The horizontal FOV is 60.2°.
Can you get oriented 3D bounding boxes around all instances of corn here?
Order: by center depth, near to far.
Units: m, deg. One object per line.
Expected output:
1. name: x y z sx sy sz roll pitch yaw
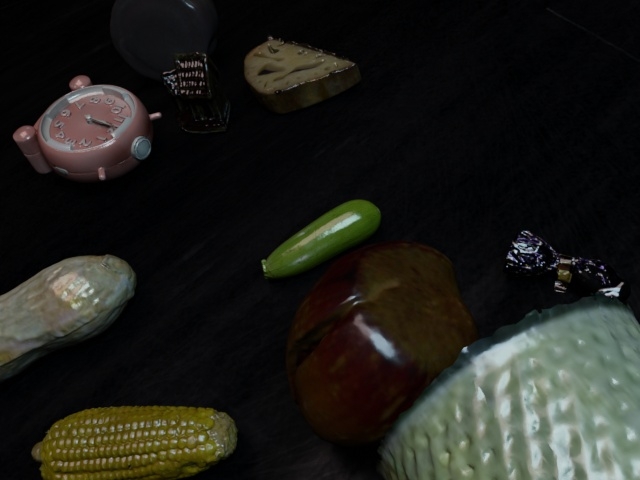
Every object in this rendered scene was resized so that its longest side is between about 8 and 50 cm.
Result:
1. corn: -0.229 0.250 0.670 0.261 0.097 0.097 -7 48 10

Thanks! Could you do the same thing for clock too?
1. clock: -0.454 -0.210 1.144 0.241 0.142 0.227 17 58 20

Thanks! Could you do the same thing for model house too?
1. model house: -0.270 -0.314 1.150 0.165 0.152 0.106 2 45 20

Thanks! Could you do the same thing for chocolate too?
1. chocolate: 0.306 0.041 0.689 0.147 0.070 0.072 29 54 26
2. chocolate: -0.426 0.121 0.831 0.309 0.134 0.134 -28 46 -6

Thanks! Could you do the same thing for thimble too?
1. thimble: 0.193 0.189 0.446 0.270 0.271 0.150 -27 48 -4

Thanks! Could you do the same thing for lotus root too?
1. lotus root: -0.063 -0.339 1.146 0.170 0.075 0.260 -41 50 -16

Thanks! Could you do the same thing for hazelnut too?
1. hazelnut: 0.072 0.121 0.620 0.217 0.218 0.234 10 36 28

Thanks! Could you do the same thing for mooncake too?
1. mooncake: -0.361 -0.499 1.294 0.244 0.245 0.133 -4 44 17

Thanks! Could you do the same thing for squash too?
1. squash: 0.000 0.000 0.828 0.201 0.066 0.066 -29 46 -1
